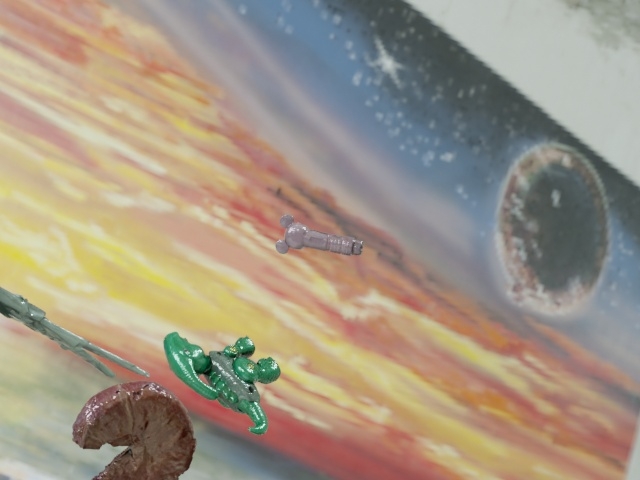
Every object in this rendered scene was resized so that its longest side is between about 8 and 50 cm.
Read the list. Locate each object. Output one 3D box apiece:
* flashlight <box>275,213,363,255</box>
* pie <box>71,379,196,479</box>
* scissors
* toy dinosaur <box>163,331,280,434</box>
[{"bbox_3d":[0.000,0.000,1.536,0.110,0.052,0.031,11,7,5],"label":"flashlight"},{"bbox_3d":[-0.308,0.336,2.010,0.218,0.204,0.054,64,-14,-24],"label":"pie"},{"bbox_3d":[-0.393,0.087,1.564,0.383,0.029,0.256,35,-28,-23],"label":"scissors"},{"bbox_3d":[-0.091,0.135,1.154,0.132,0.059,0.096,47,27,25],"label":"toy dinosaur"}]
